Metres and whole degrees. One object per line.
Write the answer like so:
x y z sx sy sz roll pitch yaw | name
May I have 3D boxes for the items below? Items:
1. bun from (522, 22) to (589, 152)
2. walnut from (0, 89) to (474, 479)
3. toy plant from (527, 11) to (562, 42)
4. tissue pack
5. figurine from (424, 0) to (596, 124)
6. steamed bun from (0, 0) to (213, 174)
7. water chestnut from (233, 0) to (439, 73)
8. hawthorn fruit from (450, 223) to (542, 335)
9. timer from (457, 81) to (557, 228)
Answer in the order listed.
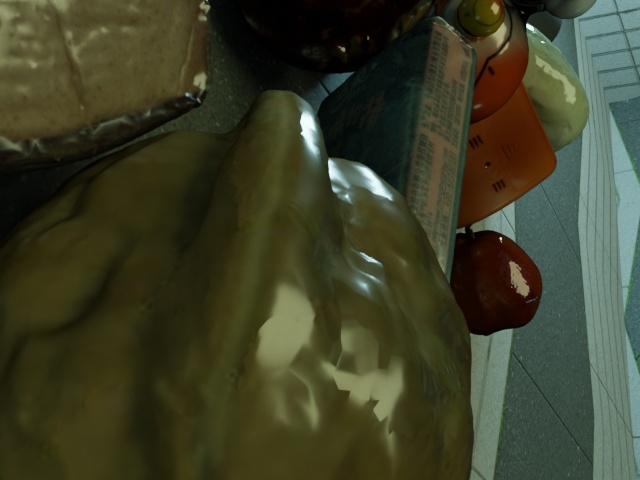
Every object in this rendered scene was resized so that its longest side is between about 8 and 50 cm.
0.392 -0.308 1.443 0.361 0.213 0.361 51 -5 6 | bun
-0.062 0.089 0.503 0.383 0.383 0.383 26 59 -52 | walnut
0.438 -0.628 1.672 0.400 0.185 0.279 25 46 -42 | toy plant
0.061 -0.073 0.781 0.103 0.228 0.316 28 59 -27 | tissue pack
0.222 -0.290 0.958 0.196 0.323 0.320 44 23 -8 | figurine
-0.233 -0.177 0.468 0.301 0.199 0.251 -21 114 -48 | steamed bun
0.020 -0.356 0.811 0.300 0.300 0.300 26 59 -52 | water chestnut
0.300 0.061 1.221 0.185 0.185 0.202 -43 112 -54 | hawthorn fruit
0.247 -0.159 1.175 0.257 0.250 0.161 50 5 -37 | timer
